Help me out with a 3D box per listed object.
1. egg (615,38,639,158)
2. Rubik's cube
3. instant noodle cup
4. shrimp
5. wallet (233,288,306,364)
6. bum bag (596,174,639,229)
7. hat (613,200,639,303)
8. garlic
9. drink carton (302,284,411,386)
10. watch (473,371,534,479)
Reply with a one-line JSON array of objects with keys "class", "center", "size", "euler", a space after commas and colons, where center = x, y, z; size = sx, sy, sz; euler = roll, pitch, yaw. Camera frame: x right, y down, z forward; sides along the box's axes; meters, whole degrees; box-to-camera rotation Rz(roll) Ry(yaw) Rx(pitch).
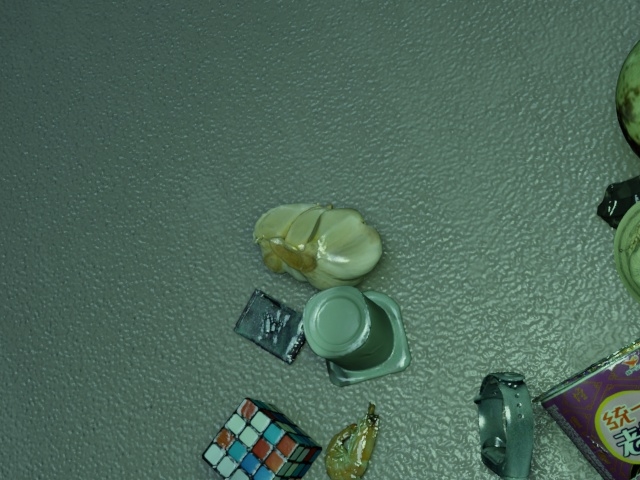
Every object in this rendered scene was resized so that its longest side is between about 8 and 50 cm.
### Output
[{"class": "egg", "center": [0.753, -0.254, 1.468], "size": [0.428, 0.345, 0.345], "euler": [7, 76, 10]}, {"class": "Rubik's cube", "center": [-0.116, 0.433, 1.672], "size": [0.154, 0.151, 0.155], "euler": [37, 88, 27]}, {"class": "instant noodle cup", "center": [0.574, 0.299, 1.383], "size": [0.340, 0.340, 0.266], "euler": [-32, 73, 8]}, {"class": "shrimp", "center": [0.068, 0.415, 1.679], "size": [0.099, 0.041, 0.180], "euler": [20, 82, 39]}, {"class": "wallet", "center": [-0.104, 0.189, 1.812], "size": [0.166, 0.030, 0.111], "euler": [28, 89, 27]}, {"class": "bum bag", "center": [0.678, 0.001, 1.550], "size": [0.340, 0.095, 0.144], "euler": [51, 122, 26]}, {"class": "hat", "center": [0.618, 0.043, 1.478], "size": [0.252, 0.110, 0.252], "euler": [19, 117, 44]}, {"class": "garlic", "center": [0.010, 0.013, 1.756], "size": [0.281, 0.184, 0.203], "euler": [2, 38, 39]}, {"class": "drink carton", "center": [0.056, 0.181, 1.674], "size": [0.185, 0.189, 0.191], "euler": [-18, 67, 20]}, {"class": "watch", "center": [0.339, 0.333, 1.518], "size": [0.068, 0.206, 0.193], "euler": [0, 90, -4]}]
